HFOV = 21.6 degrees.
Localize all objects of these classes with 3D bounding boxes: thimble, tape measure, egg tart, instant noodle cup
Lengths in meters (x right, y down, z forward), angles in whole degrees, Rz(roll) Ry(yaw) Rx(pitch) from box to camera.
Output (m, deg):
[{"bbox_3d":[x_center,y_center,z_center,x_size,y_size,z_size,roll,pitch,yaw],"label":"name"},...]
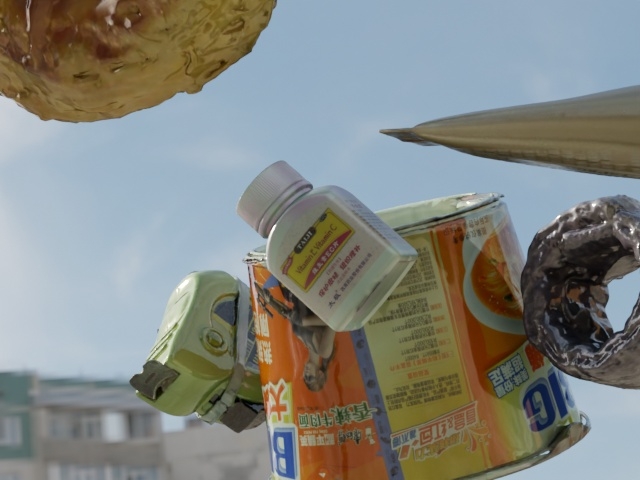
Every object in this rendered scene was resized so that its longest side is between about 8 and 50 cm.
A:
[{"bbox_3d":[0.236,0.043,1.306,0.098,0.150,0.150,12,-28,-40],"label":"thimble"},{"bbox_3d":[-0.090,0.107,1.584,0.154,0.177,0.087,32,-53,-14],"label":"tape measure"},{"bbox_3d":[-0.167,-0.307,1.255,0.443,0.443,0.178,-21,-1,33],"label":"egg tart"},{"bbox_3d":[0.065,0.087,1.434,0.296,0.214,0.296,-14,5,1],"label":"instant noodle cup"}]

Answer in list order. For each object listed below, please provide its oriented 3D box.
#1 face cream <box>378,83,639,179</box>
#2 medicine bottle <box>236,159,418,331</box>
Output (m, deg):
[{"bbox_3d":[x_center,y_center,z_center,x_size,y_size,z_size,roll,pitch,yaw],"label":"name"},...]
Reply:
[{"bbox_3d":[0.221,-0.074,1.130,0.341,0.084,0.137,-1,0,15],"label":"face cream"},{"bbox_3d":[0.000,0.000,1.170,0.074,0.118,0.055,-51,-16,14],"label":"medicine bottle"}]
